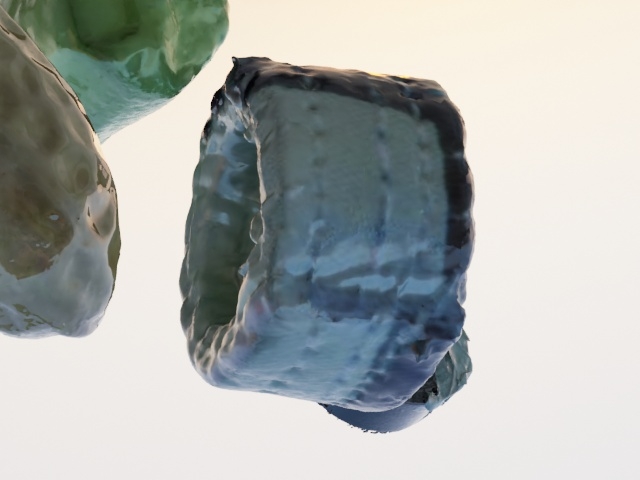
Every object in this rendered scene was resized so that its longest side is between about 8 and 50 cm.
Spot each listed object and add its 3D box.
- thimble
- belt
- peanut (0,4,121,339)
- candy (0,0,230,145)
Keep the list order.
[{"bbox_3d":[0.000,0.000,1.040,0.150,0.237,0.237,6,-169,-17],"label":"thimble"},{"bbox_3d":[0.066,0.112,1.594,0.198,0.151,0.078,-5,150,-47],"label":"belt"},{"bbox_3d":[-0.194,-0.078,0.757,0.120,0.298,0.136,-35,-175,19],"label":"peanut"},{"bbox_3d":[-0.193,-0.123,1.172,0.343,0.142,0.132,-29,-150,55],"label":"candy"}]
